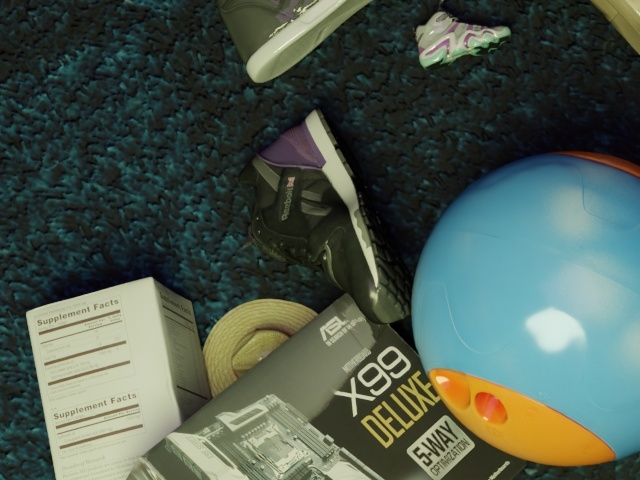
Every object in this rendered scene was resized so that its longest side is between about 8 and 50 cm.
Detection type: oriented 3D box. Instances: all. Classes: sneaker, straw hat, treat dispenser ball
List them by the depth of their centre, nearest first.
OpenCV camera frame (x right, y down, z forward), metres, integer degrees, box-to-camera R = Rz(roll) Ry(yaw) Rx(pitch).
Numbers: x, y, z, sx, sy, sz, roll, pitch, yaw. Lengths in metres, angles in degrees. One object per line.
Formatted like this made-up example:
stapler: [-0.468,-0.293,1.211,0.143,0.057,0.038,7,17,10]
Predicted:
treat dispenser ball: [0.227,0.062,1.565,0.288,0.288,0.288,-2,76,7]
sneaker: [0.000,0.000,1.676,0.124,0.107,0.283,-31,41,8]
straw hat: [-0.054,0.117,1.707,0.144,0.061,0.144,-2,77,7]
sneaker: [0.142,-0.223,1.774,0.098,0.038,0.069,-18,76,3]
sneaker: [0.006,-0.309,1.777,0.295,0.104,0.147,-38,80,2]

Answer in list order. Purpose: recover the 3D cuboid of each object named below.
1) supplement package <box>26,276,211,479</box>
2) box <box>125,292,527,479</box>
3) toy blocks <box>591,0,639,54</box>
supplement package: [-0.181,0.177,1.666,0.134,0.139,0.244,-16,74,9]
box: [0.008,0.217,1.576,0.242,0.076,0.307,46,50,10]
toy blocks: [0.424,-0.294,1.702,0.381,0.191,0.261,-42,87,-3]
